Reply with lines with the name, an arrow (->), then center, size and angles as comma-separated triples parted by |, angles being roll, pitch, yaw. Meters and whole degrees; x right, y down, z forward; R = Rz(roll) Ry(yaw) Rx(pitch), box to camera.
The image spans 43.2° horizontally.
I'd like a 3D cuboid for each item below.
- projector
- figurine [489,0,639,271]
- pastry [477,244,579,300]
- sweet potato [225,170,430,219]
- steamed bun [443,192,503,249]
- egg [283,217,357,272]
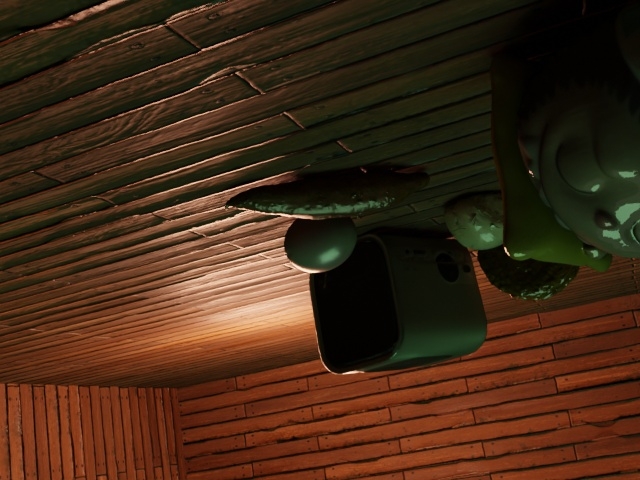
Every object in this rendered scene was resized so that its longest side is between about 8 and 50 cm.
projector -> 0.154, 0.130, 1.635 | 0.249, 0.249, 0.248 | 3, 161, -39
figurine -> 0.405, -0.122, 0.818 | 0.361, 0.266, 0.377 | -14, 180, -39
pastry -> 0.404, 0.026, 1.560 | 0.188, 0.189, 0.103 | -15, 161, 20
sweet potato -> 0.017, -0.061, 1.191 | 0.314, 0.072, 0.066 | -9, -173, -8
steamed bun -> 0.288, -0.028, 1.437 | 0.130, 0.091, 0.112 | -1, 165, -31
egg -> 0.000, 0.000, 1.339 | 0.135, 0.103, 0.103 | -22, 161, 36
